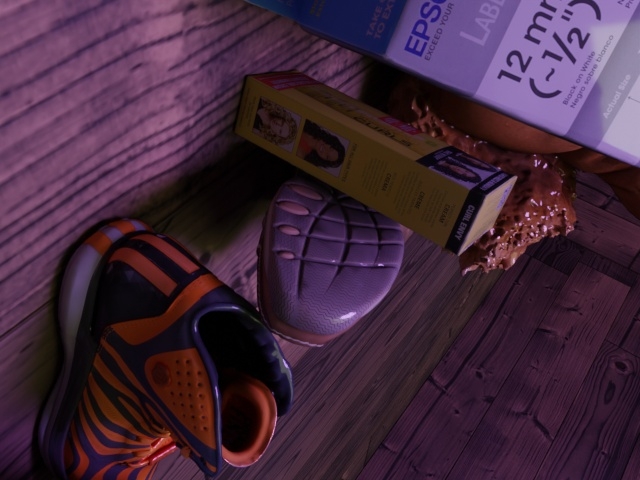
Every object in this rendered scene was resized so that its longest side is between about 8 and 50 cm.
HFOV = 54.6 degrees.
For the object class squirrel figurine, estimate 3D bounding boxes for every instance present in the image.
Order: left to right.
[{"bbox_3d":[0.292,-0.131,0.730,0.397,0.370,0.281,-39,-158,36],"label":"squirrel figurine"}]

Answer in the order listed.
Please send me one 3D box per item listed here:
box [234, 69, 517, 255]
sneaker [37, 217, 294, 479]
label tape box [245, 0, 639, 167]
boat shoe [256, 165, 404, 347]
[{"bbox_3d":[0.043,-0.075,0.534,0.087,0.232,0.058,-26,141,-52],"label":"box"},{"bbox_3d":[-0.130,0.153,0.518,0.124,0.180,0.321,-35,147,-46],"label":"sneaker"},{"bbox_3d":[0.131,-0.220,0.413,0.115,0.347,0.249,-114,-136,-66],"label":"label tape box"},{"bbox_3d":[0.000,0.000,0.578,0.116,0.123,0.324,-60,-174,28],"label":"boat shoe"}]
